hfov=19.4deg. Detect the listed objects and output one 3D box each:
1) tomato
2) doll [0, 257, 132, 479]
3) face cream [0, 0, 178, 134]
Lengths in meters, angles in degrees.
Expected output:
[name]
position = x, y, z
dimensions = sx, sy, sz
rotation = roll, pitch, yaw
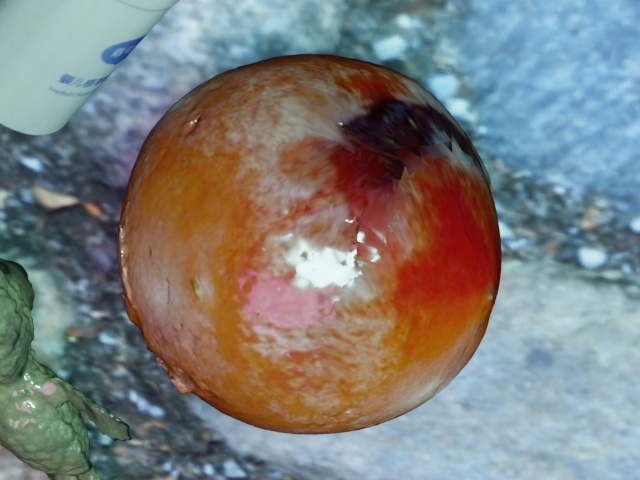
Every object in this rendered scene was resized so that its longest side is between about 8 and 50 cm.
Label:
[tomato]
position = 0.000, 0.000, 1.003
dimensions = 0.184, 0.208, 0.208
rotation = -22, 119, 29
[doll]
position = -0.181, 0.118, 1.221
dimensions = 0.286, 0.091, 0.203
rotation = 52, 156, -12
[face cream]
position = -0.100, -0.156, 0.989
dimensions = 0.077, 0.077, 0.250
rotation = 36, 128, -14
